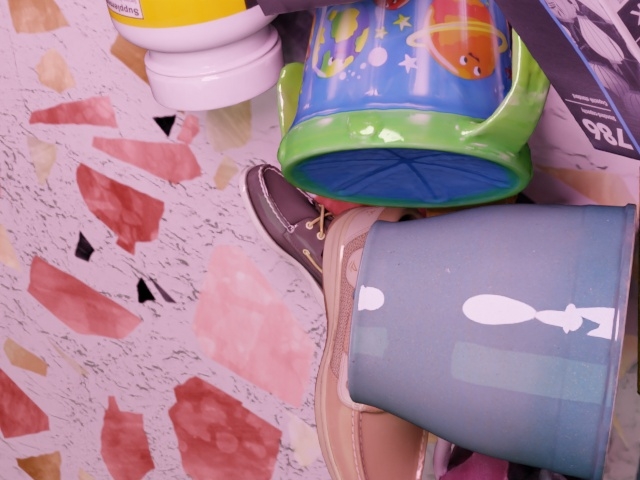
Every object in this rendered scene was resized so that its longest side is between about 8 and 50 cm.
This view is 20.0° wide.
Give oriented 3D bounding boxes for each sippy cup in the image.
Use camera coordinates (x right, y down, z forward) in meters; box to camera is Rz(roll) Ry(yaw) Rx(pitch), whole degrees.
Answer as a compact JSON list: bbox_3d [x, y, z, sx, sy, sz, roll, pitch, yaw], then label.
[{"bbox_3d":[0.083,-0.164,1.700,0.305,0.240,0.224,-1,76,16],"label":"sippy cup"}]

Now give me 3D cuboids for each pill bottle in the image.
[{"bbox_3d":[-0.134,-0.307,1.799,0.188,0.188,0.334,6,123,31],"label":"pill bottle"}]

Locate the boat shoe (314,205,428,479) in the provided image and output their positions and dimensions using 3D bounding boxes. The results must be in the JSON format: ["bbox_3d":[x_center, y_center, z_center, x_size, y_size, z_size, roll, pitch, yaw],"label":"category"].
[{"bbox_3d":[0.069,0.132,1.917,0.110,0.121,0.341,-6,89,55],"label":"boat shoe"}]

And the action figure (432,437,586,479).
[{"bbox_3d":[0.146,0.332,2.006,0.276,0.248,0.370,44,131,2],"label":"action figure"}]

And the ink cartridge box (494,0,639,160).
[{"bbox_3d":[0.248,-0.149,1.500,0.332,0.065,0.165,49,166,-29],"label":"ink cartridge box"}]

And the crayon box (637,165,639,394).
[{"bbox_3d":[0.389,0.049,1.704,0.202,0.081,0.318,41,145,49],"label":"crayon box"}]

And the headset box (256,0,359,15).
[{"bbox_3d":[0.000,-0.367,1.573,0.131,0.283,0.246,-3,128,37],"label":"headset box"}]

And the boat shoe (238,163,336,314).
[{"bbox_3d":[0.000,0.000,1.996,0.069,0.081,0.228,-24,112,40],"label":"boat shoe"}]

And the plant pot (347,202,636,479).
[{"bbox_3d":[0.163,0.086,1.763,0.255,0.271,0.271,7,125,9],"label":"plant pot"}]

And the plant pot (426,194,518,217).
[{"bbox_3d":[0.156,-0.056,1.853,0.083,0.081,0.081,3,122,18],"label":"plant pot"}]
